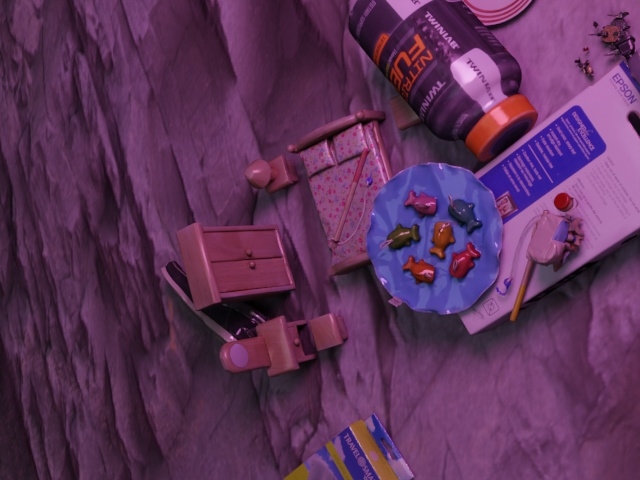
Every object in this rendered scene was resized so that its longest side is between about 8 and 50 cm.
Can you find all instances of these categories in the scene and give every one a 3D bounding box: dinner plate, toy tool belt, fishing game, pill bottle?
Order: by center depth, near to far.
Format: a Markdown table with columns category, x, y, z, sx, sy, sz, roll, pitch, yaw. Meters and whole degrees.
| category | x | y | z | sx | sy | sz | roll | pitch | yaw |
| --- | --- | --- | --- | --- | --- | --- | --- | --- | --- |
| toy tool belt | 0.263 | -0.008 | 0.952 | 0.052 | 0.051 | 0.083 | 30 | 99 | 49 |
| fishing game | 0.130 | -0.001 | 1.044 | 0.264 | 0.041 | 0.189 | 26 | 107 | 27 |
| pill bottle | 0.152 | -0.211 | 1.044 | 0.130 | 0.130 | 0.245 | -48 | 68 | 29 |
| dinner plate | 0.213 | -0.335 | 1.066 | 0.141 | 0.017 | 0.141 | 2 | 94 | 39 |

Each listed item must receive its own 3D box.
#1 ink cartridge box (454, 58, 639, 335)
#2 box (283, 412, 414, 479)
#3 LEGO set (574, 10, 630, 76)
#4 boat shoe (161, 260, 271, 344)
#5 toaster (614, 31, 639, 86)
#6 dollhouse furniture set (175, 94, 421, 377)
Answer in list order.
| category | x | y | z | sx | sy | sz | roll | pitch | yaw |
| --- | --- | --- | --- | --- | --- | --- | --- | --- | --- |
| ink cartridge box | 0.268 | -0.040 | 1.007 | 0.333 | 0.065 | 0.165 | -39 | 69 | 34 |
| box | 0.037 | 0.334 | 1.217 | 0.178 | 0.042 | 0.109 | -46 | 66 | 31 |
| LEGO set | 0.326 | -0.225 | 0.985 | 0.083 | 0.023 | 0.054 | -37 | 67 | 47 |
| boat shoe | -0.166 | 0.095 | 1.356 | 0.079 | 0.084 | 0.233 | -45 | 51 | -12 |
| toaster | 0.414 | -0.153 | 0.852 | 0.146 | 0.129 | 0.227 | -38 | 67 | 28 |
| dollhouse furniture set | 0.000 | 0.000 | 1.148 | 0.356 | 0.174 | 0.303 | -23 | 78 | 36 |
